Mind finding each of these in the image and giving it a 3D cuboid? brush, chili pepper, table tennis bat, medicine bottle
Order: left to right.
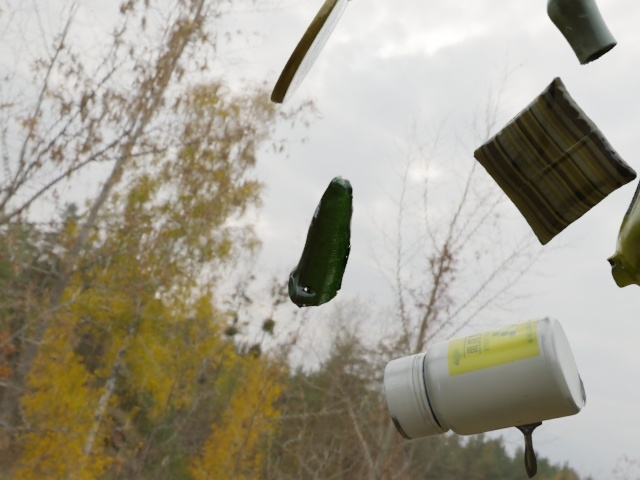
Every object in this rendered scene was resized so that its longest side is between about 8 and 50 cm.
[{"bbox_3d":[0.003,0.001,1.139,0.062,0.216,0.108,7,24,-28],"label":"chili pepper"},{"bbox_3d":[0.021,-0.317,0.995,0.050,0.320,0.198,32,-12,-4],"label":"table tennis bat"},{"bbox_3d":[0.232,0.205,1.081,0.258,0.143,0.143,-20,-33,24],"label":"medicine bottle"},{"bbox_3d":[0.408,0.371,1.478,0.063,0.193,0.016,-8,-3,25],"label":"brush"}]

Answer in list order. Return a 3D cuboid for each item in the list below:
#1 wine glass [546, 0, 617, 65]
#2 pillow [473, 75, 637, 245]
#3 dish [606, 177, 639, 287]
[{"bbox_3d":[0.546,-0.498,1.619,0.103,0.231,0.103,-26,-6,-3],"label":"wine glass"},{"bbox_3d":[0.382,-0.128,1.248,0.052,0.208,0.212,-22,-17,-45],"label":"pillow"},{"bbox_3d":[0.461,-0.036,0.881,0.221,0.262,0.108,34,9,35],"label":"dish"}]
